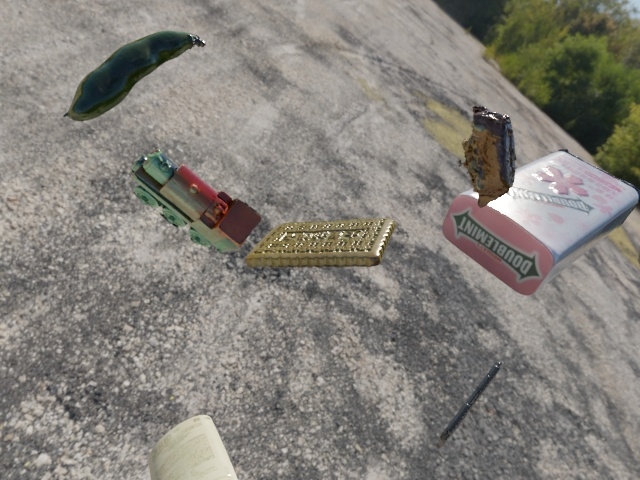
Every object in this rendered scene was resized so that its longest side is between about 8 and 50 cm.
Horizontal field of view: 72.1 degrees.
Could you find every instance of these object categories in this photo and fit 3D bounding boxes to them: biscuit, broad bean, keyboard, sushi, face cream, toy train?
[{"bbox_3d":[0.000,0.000,0.804,0.172,0.254,0.029,-54,136,-58],"label":"biscuit"},{"bbox_3d":[-0.290,-0.266,0.678,0.254,0.046,0.065,-46,109,-22],"label":"broad bean"},{"bbox_3d":[0.375,0.410,1.101,0.016,0.106,0.262,35,61,30],"label":"keyboard"},{"bbox_3d":[0.195,-0.097,0.517,0.061,0.060,0.118,-7,98,-53],"label":"sushi"},{"bbox_3d":[-0.271,0.515,0.937,0.173,0.348,0.081,-35,111,-19],"label":"face cream"},{"bbox_3d":[-0.177,-0.056,0.607,0.176,0.118,0.074,44,61,-22],"label":"toy train"}]

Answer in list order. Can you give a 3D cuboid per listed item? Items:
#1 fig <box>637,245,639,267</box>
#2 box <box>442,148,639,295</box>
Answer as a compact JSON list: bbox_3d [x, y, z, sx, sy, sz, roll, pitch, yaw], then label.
[{"bbox_3d":[0.814,0.049,0.924,0.207,0.230,0.207,26,56,-48],"label":"fig"},{"bbox_3d":[0.407,-0.053,0.789,0.369,0.112,0.190,-24,54,-34],"label":"box"}]
